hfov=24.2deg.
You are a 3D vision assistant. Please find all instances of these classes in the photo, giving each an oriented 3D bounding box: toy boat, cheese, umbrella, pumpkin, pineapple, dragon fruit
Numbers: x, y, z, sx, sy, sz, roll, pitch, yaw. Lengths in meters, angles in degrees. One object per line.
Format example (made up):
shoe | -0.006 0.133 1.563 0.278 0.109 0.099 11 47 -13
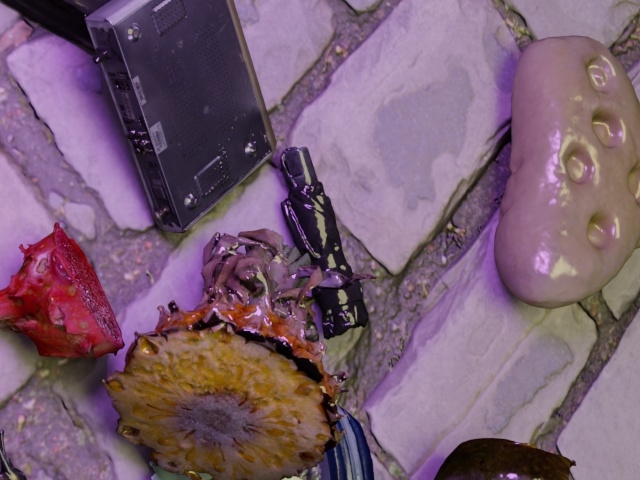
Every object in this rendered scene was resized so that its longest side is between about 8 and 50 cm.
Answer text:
toy boat | -0.056 0.254 1.701 0.292 0.070 0.210 25 59 -26
cheese | 0.330 -0.104 2.039 0.351 0.130 0.328 -32 104 -40
umbrella | 0.000 0.000 1.801 0.066 0.059 0.235 -18 91 -63
pumpkin | 0.263 0.353 1.857 0.281 0.190 0.139 31 63 -32
pineapple | -0.076 0.091 1.627 0.262 0.262 0.271 46 34 -23
dragon fruit | -0.280 0.074 1.540 0.111 0.153 0.153 -26 101 4

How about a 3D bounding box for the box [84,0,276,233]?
box | -0.147 -0.164 1.651 0.211 0.045 0.270 -43 130 -39

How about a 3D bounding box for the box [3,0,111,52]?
box | -0.274 -0.409 1.635 0.359 0.091 0.350 30 64 -34

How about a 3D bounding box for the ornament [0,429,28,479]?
ornament | -0.319 0.260 1.509 0.073 0.028 0.125 -31 99 -39
